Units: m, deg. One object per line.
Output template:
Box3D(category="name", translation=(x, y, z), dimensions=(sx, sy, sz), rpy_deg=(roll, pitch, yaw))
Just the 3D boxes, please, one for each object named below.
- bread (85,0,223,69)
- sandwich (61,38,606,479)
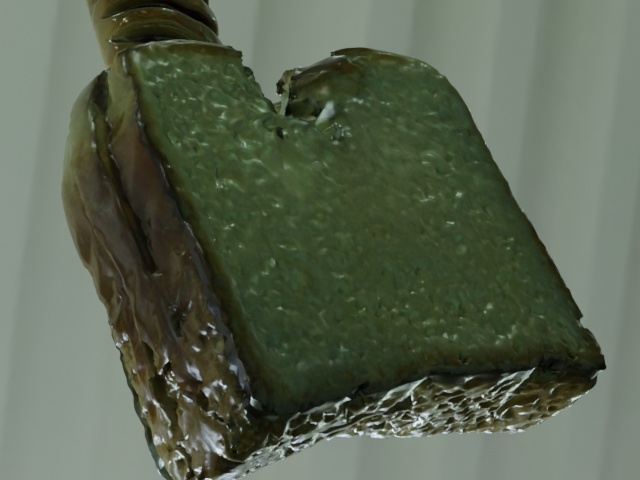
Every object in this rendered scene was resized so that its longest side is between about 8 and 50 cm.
Box3D(category="bread", translation=(-0.144, -0.201, 1.445), dimensions=(0.134, 0.081, 0.225), rpy_deg=(26, -140, -50))
Box3D(category="sandwich", translation=(-0.001, 0.001, 0.927), dimensions=(0.273, 0.095, 0.249), rpy_deg=(-4, -118, -41))
